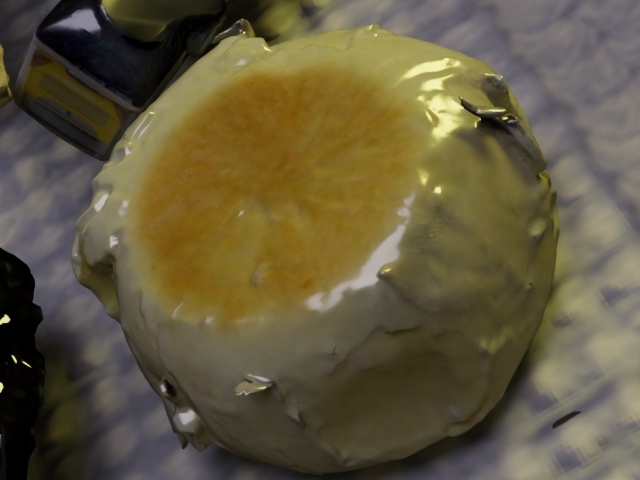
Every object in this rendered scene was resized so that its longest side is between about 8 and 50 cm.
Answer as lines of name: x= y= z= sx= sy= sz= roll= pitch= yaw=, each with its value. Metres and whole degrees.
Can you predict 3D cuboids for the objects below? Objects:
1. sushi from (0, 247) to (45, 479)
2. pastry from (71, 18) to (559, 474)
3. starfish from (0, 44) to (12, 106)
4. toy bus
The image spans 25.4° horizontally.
sushi: x=-0.203 y=0.138 z=0.444 sx=0.211 sy=0.171 sz=0.350 roll=-6 pitch=57 yaw=21
pastry: x=0.000 y=0.000 z=0.486 sx=0.166 sy=0.088 sz=0.166 roll=-13 pitch=53 yaw=18
starfish: x=-0.182 y=-0.124 z=0.595 sx=0.048 sy=0.295 sz=0.231 roll=-20 pitch=68 yaw=-30
toy bus: x=-0.058 y=-0.109 z=0.574 sx=0.072 sy=0.057 sz=0.172 roll=-48 pitch=10 yaw=50
